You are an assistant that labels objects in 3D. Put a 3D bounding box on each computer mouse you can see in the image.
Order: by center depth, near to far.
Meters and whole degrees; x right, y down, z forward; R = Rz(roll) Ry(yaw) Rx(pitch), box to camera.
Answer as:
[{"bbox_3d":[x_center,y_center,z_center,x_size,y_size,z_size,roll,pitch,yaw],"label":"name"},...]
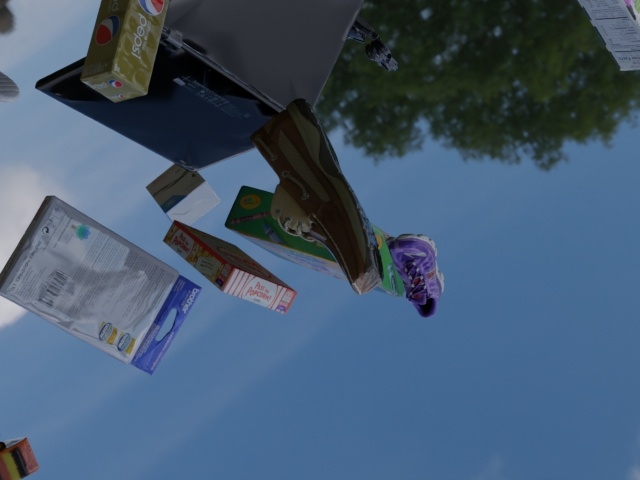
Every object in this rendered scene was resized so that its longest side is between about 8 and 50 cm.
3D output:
[{"bbox_3d":[0.032,-0.401,2.003,0.060,0.262,0.184,-42,175,6],"label":"computer mouse"}]

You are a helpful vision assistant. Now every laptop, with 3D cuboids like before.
[{"bbox_3d":[-0.180,-0.335,1.814,0.408,0.382,0.236,-18,-119,30],"label":"laptop"}]

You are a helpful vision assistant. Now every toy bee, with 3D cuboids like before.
[{"bbox_3d":[-0.556,0.374,1.723,0.162,0.195,0.298,-27,166,-35],"label":"toy bee"}]

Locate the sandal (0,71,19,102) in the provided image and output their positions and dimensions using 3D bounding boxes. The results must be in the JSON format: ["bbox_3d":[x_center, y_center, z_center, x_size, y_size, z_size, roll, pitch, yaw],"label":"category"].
[{"bbox_3d":[-0.699,-0.318,2.100,0.076,0.265,0.102,-58,177,29],"label":"sandal"}]

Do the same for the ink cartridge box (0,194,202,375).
[{"bbox_3d":[-0.375,0.080,1.881,0.186,0.311,0.065,-62,-156,-11],"label":"ink cartridge box"}]

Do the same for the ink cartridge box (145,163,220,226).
[{"bbox_3d":[-0.284,-0.100,2.227,0.104,0.060,0.180,-40,-146,-5],"label":"ink cartridge box"}]

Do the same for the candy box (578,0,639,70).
[{"bbox_3d":[0.394,-0.350,1.409,0.071,0.233,0.159,9,-117,45],"label":"candy box"}]

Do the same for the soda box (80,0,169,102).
[{"bbox_3d":[-0.231,-0.262,1.341,0.058,0.061,0.181,-6,-116,37],"label":"soda box"}]

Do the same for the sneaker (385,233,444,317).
[{"bbox_3d":[0.144,0.052,1.616,0.068,0.170,0.071,-10,-132,21],"label":"sneaker"}]

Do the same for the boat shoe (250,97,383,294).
[{"bbox_3d":[-0.010,-0.054,1.585,0.120,0.122,0.324,-26,-123,3],"label":"boat shoe"}]

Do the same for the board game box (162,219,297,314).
[{"bbox_3d":[-0.149,0.044,1.806,0.193,0.146,0.045,35,-82,45],"label":"board game box"}]

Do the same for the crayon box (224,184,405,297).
[{"bbox_3d":[0.000,0.000,1.810,0.278,0.165,0.081,17,-99,39],"label":"crayon box"}]
